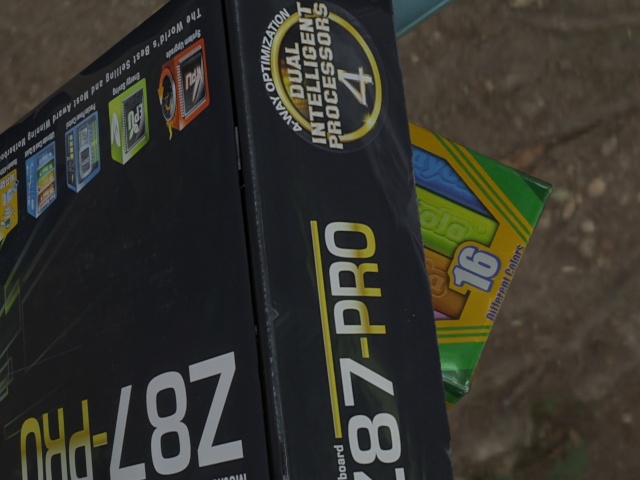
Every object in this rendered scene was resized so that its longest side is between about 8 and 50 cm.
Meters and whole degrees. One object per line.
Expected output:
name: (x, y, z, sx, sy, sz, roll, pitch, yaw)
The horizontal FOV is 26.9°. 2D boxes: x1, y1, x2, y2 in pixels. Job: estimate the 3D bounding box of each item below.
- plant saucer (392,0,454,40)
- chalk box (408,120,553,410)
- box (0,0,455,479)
plant saucer: (0.040, -0.143, 0.752, 0.018, 0.067, 0.192, 5, 153, -44)
chalk box: (0.000, 0.000, 1.039, 0.288, 0.179, 0.180, 24, 162, 3)
box: (-0.098, 0.090, 0.652, 0.097, 0.318, 0.395, 2, 166, -37)
